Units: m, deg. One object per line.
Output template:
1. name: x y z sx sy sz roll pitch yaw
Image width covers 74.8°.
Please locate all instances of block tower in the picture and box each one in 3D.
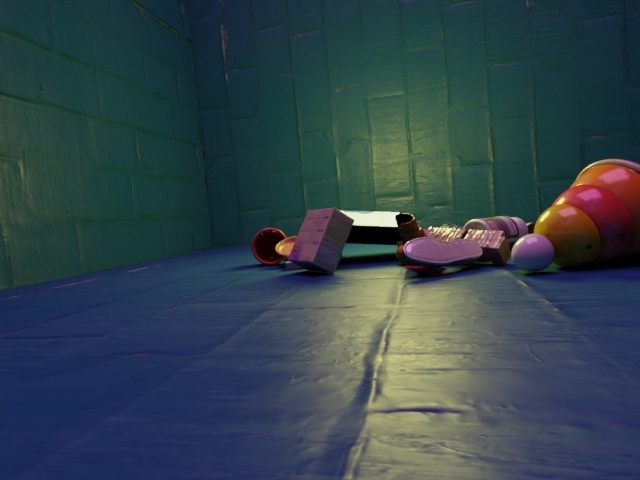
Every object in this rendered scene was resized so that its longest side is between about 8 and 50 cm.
1. block tower: 0.561 0.017 1.627 0.335 0.097 0.091 8 51 49

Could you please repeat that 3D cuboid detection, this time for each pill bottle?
1. pill bottle: 0.790 -0.027 1.890 0.282 0.162 0.161 -7 4 -31

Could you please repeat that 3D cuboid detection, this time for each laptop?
1. laptop: 0.234 -0.107 2.087 0.380 0.237 0.408 2 -16 3

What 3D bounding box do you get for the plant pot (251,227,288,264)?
1. plant pot: -0.264 0.038 2.211 0.190 0.191 0.174 -5 -6 -6

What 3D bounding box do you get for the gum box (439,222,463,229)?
1. gum box: 0.698 -0.036 2.067 0.184 0.041 0.157 18 0 -1

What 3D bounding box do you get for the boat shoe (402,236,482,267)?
1. boat shoe: 0.418 0.059 1.470 0.318 0.116 0.099 -2 -39 -23

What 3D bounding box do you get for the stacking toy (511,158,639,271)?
1. stacking toy: 0.818 -0.021 1.348 0.479 0.351 0.350 -25 8 -11

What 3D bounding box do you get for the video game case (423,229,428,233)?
1. video game case: 0.652 -0.006 2.128 0.210 0.042 0.232 18 0 -9

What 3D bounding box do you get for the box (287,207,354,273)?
1. box: 0.000 0.000 1.749 0.117 0.243 0.213 30 -15 -29

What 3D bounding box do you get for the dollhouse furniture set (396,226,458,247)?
1. dollhouse furniture set: 0.504 0.035 1.891 0.258 0.135 0.262 -16 -3 31

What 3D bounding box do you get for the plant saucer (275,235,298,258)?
1. plant saucer: -0.121 0.038 2.058 0.199 0.037 0.200 -7 27 4

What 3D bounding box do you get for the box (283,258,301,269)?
1. box: -0.099 0.107 1.991 0.145 0.038 0.186 -5 4 -8

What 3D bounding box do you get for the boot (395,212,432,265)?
1. boot: 0.342 -0.004 1.644 0.109 0.220 0.283 -40 17 -6

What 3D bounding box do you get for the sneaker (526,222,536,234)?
1. sneaker: 1.041 -0.039 2.245 0.282 0.099 0.153 -11 8 -36

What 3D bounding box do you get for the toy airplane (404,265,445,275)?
1. toy airplane: 0.373 0.103 1.454 0.151 0.028 0.151 1 1 0
